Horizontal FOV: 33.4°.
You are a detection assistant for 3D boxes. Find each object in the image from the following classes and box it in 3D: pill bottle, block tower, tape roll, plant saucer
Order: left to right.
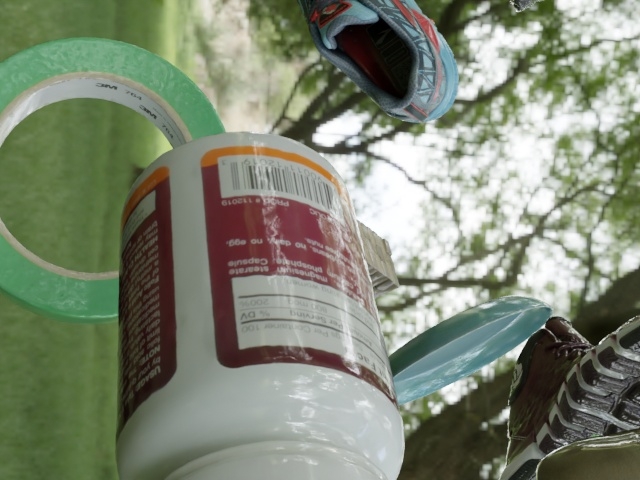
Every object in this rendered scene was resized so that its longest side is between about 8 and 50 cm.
[{"bbox_3d":[-0.260,-0.067,1.211,0.077,0.321,0.321,145,-53,-72],"label":"tape roll"},{"bbox_3d":[-0.054,0.111,0.872,0.392,0.224,0.224,-100,-165,-46],"label":"pill bottle"},{"bbox_3d":[0.000,0.000,1.589,0.335,0.097,0.090,36,33,-50],"label":"block tower"},{"bbox_3d":[0.205,0.165,1.623,0.043,0.318,0.317,64,-20,19],"label":"plant saucer"}]

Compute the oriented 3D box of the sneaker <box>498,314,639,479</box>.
[{"bbox_3d":[0.238,0.100,0.922,0.281,0.106,0.162,-53,-159,34],"label":"sneaker"}]

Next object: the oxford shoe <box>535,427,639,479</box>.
[{"bbox_3d":[0.282,0.084,0.628,0.123,0.348,0.130,105,-30,-87],"label":"oxford shoe"}]

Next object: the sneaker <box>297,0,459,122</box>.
[{"bbox_3d":[0.034,-0.226,1.013,0.104,0.262,0.125,-41,174,24],"label":"sneaker"}]

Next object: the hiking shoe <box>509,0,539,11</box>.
[{"bbox_3d":[0.236,-0.318,1.070,0.086,0.114,0.226,58,28,-44],"label":"hiking shoe"}]
